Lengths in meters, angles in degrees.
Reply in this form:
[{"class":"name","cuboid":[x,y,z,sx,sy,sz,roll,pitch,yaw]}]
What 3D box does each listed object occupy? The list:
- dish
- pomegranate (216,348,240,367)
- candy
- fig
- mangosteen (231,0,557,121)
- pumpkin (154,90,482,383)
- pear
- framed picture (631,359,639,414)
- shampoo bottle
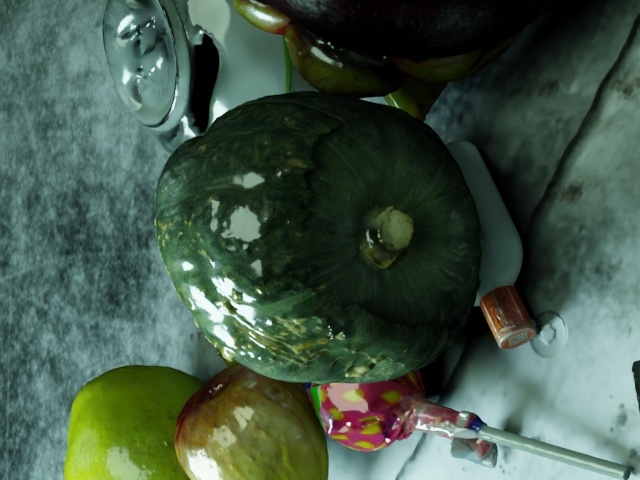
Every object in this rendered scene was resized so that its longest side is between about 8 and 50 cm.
[{"class":"dish","cuboid":[-0.172,-0.225,1.957,0.324,0.124,0.324,28,125,51]},{"class":"pomegranate","cuboid":[-0.056,0.096,1.895,0.142,0.114,0.114,-30,61,9]},{"class":"candy","cuboid":[0.147,0.185,1.684,0.365,0.124,0.124,13,94,34]},{"class":"fig","cuboid":[-0.037,0.251,1.810,0.257,0.159,0.159,49,126,-4]},{"class":"mangosteen","cuboid":[0.077,-0.323,1.654,0.435,0.382,0.382,102,148,-56]},{"class":"pumpkin","cuboid":[0.000,0.000,1.609,0.257,0.327,0.291,-8,90,52]},{"class":"pear","cuboid":[-0.191,0.262,1.934,0.212,0.212,0.269,-56,51,25]},{"class":"framed picture","cuboid":[0.427,0.177,1.428,0.347,0.016,0.265,-26,60,41]},{"class":"shampoo bottle","cuboid":[0.160,0.009,1.715,0.108,0.051,0.221,-43,57,35]}]
